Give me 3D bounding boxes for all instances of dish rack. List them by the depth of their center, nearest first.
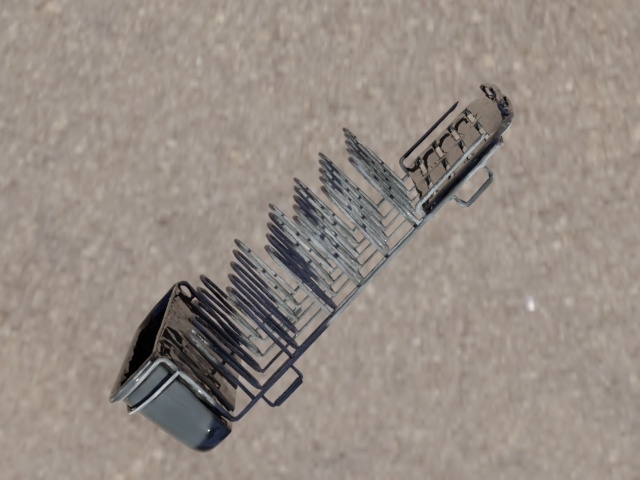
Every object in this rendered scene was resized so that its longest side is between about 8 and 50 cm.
[{"bbox_3d":[0.000,0.000,1.081,0.074,0.208,0.271,43,97,-8],"label":"dish rack"}]
